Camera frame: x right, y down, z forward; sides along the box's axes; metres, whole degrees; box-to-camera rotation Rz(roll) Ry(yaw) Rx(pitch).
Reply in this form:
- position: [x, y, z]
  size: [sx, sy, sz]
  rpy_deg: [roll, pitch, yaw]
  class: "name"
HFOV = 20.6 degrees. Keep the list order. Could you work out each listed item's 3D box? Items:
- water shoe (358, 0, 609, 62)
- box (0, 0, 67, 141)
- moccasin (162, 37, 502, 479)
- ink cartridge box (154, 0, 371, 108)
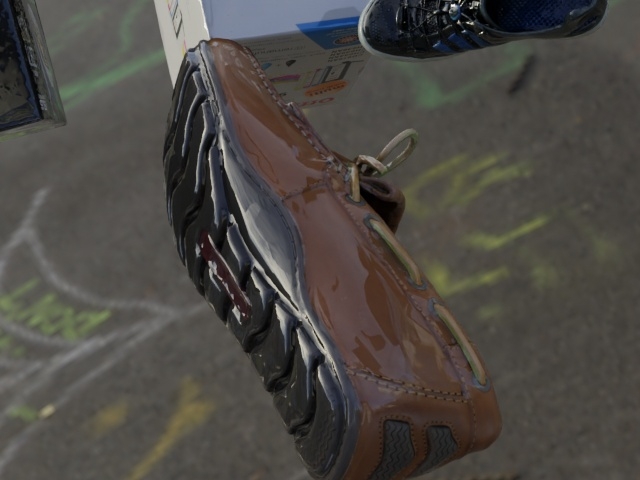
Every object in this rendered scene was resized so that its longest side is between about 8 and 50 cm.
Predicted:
- position: [0.121, -0.185, 1.373]
  size: [0.203, 0.072, 0.080]
  rpy_deg: [-7, -2, 17]
  class: "water shoe"
- position: [-0.256, -0.151, 1.339]
  size: [0.078, 0.147, 0.180]
  rpy_deg: [-15, 2, -1]
  class: "box"
- position: [0.001, -0.003, 1.158]
  size: [0.147, 0.139, 0.380]
  rpy_deg: [-6, 38, -27]
  class: "moccasin"
- position: [-0.051, -0.228, 1.631]
  size: [0.171, 0.168, 0.232]
  rpy_deg: [-9, -12, -13]
  class: "ink cartridge box"
